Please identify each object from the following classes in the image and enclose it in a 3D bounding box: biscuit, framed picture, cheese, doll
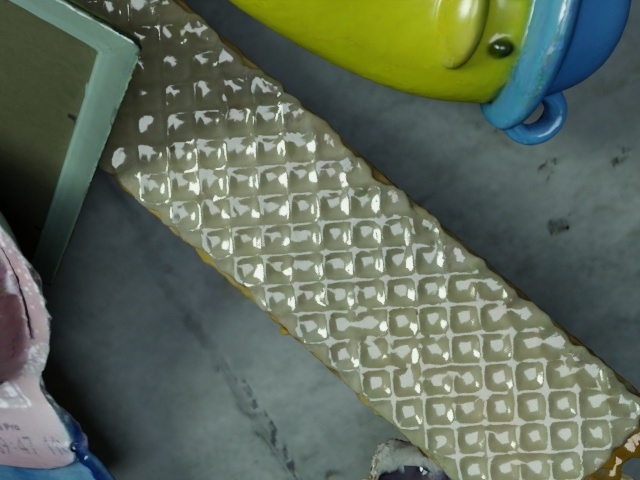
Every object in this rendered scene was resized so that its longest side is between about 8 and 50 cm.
[{"bbox_3d":[0.000,0.000,0.413,0.379,0.054,0.094,41,93,3],"label":"biscuit"},{"bbox_3d":[-0.224,-0.090,0.374,0.273,0.016,0.216,29,143,-11],"label":"framed picture"},{"bbox_3d":[-0.197,0.042,0.424,0.189,0.074,0.286,-7,123,31],"label":"cheese"},{"bbox_3d":[-0.005,-0.169,0.368,0.199,0.145,0.363,-39,113,19],"label":"doll"}]

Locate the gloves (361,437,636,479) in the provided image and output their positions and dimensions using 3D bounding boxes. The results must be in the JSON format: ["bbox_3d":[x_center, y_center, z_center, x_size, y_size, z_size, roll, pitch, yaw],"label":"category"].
[{"bbox_3d":[0.094,0.147,0.476,0.144,0.094,0.110,16,81,-1],"label":"gloves"}]
